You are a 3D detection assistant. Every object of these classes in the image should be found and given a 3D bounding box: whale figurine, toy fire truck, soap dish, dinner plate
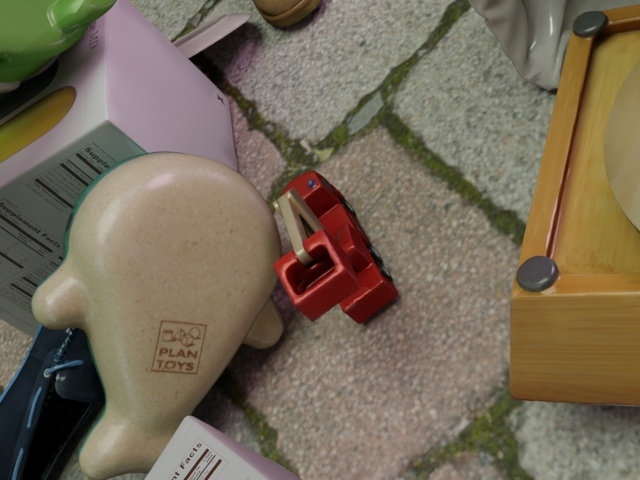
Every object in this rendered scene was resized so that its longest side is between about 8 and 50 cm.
[{"bbox_3d":[-0.138,0.061,0.829,0.141,0.216,0.272,17,99,61],"label":"whale figurine"},{"bbox_3d":[0.000,0.000,0.792,0.047,0.135,0.192,-37,46,11],"label":"toy fire truck"},{"bbox_3d":[0.245,-0.037,0.620,0.228,0.118,0.291,-3,52,33],"label":"soap dish"},{"bbox_3d":[-0.139,-0.217,1.082,0.141,0.017,0.141,-28,19,11],"label":"dinner plate"}]

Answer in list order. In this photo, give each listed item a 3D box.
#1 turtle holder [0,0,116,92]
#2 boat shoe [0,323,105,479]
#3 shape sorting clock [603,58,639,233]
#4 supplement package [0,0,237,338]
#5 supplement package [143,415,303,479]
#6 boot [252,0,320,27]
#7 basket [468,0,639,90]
[{"bbox_3d":[-0.315,-0.213,0.859,0.227,0.243,0.320,-26,83,42],"label":"turtle holder"},{"bbox_3d":[-0.219,0.127,0.918,0.089,0.109,0.258,38,104,39],"label":"boat shoe"},{"bbox_3d":[0.252,-0.067,0.520,0.206,0.040,0.206,-24,45,27],"label":"shape sorting clock"},{"bbox_3d":[-0.244,-0.069,0.981,0.262,0.198,0.199,-27,47,20],"label":"supplement package"},{"bbox_3d":[-0.009,0.242,0.594,0.203,0.194,0.149,26,78,45],"label":"supplement package"},{"bbox_3d":[-0.117,-0.373,1.037,0.089,0.269,0.236,-35,46,16],"label":"boot"},{"bbox_3d":[0.251,-0.322,0.690,0.331,0.328,0.267,-5,55,36],"label":"basket"}]
